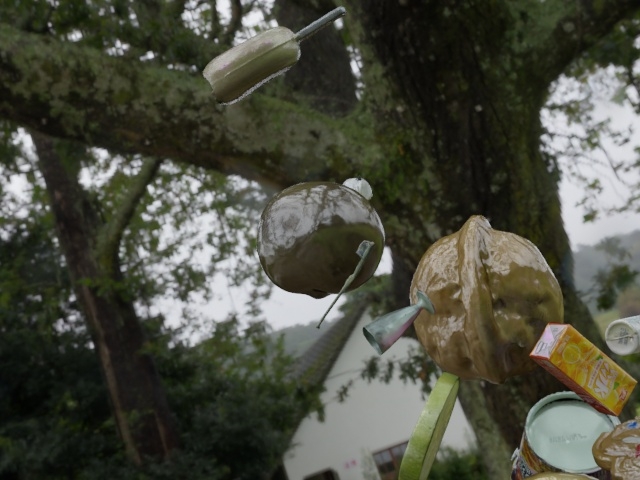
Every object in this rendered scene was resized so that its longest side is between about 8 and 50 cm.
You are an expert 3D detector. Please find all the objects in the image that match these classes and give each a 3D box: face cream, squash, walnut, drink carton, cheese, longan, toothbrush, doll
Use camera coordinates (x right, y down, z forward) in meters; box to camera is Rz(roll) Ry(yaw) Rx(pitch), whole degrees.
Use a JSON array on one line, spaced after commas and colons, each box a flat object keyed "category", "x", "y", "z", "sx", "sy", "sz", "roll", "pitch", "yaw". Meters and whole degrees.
[{"category": "face cream", "x": 0.846, "y": 0.233, "z": 2.030, "sx": 0.311, "sy": 0.092, "sz": 0.092, "roll": -3, "pitch": -24, "yaw": -42}, {"category": "squash", "x": 0.231, "y": 0.393, "z": 1.651, "sx": 0.048, "sy": 0.252, "sz": 0.252, "roll": 19, "pitch": -6, "yaw": 19}, {"category": "walnut", "x": 0.387, "y": 0.153, "z": 1.887, "sx": 0.383, "sy": 0.384, "sz": 0.383, "roll": -19, "pitch": -17, "yaw": -6}, {"category": "drink carton", "x": 0.570, "y": 0.278, "z": 1.706, "sx": 0.096, "sy": 0.222, "sz": 0.071, "roll": -56, "pitch": 15, "yaw": -13}, {"category": "cheese", "x": -0.078, "y": -0.344, "z": 1.435, "sx": 0.286, "sy": 0.082, "sz": 0.163, "roll": -29, "pitch": 8, "yaw": 1}, {"category": "longan", "x": 0.000, "y": 0.000, "z": 2.181, "sx": 0.360, "sy": 0.361, "sz": 0.361, "roll": -19, "pitch": -17, "yaw": -6}, {"category": "toothbrush", "x": 0.053, "y": 0.106, "z": 1.793, "sx": 0.026, "sy": 0.028, "sz": 0.294, "roll": -51, "pitch": -10, "yaw": -53}, {"category": "doll", "x": 0.088, "y": -0.144, "z": 2.684, "sx": 0.180, "sy": 0.107, "sz": 0.110, "roll": -28, "pitch": 10, "yaw": 32}]

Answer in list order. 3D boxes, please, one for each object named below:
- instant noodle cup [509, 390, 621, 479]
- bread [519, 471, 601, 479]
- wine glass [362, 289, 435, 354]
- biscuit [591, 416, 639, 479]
[{"category": "instant noodle cup", "x": 0.677, "y": 0.588, "z": 2.140, "sx": 0.339, "sy": 0.340, "sz": 0.266, "roll": -20, "pitch": -47, "yaw": -3}, {"category": "bread", "x": 0.503, "y": 0.675, "z": 1.628, "sx": 0.347, "sy": 0.253, "sz": 0.376, "roll": -22, "pitch": -49, "yaw": 6}, {"category": "wine glass", "x": 0.171, "y": 0.175, "z": 1.705, "sx": 0.155, "sy": 0.073, "sz": 0.073, "roll": -34, "pitch": -15, "yaw": -11}, {"category": "biscuit", "x": 0.635, "y": 0.387, "z": 1.518, "sx": 0.183, "sy": 0.047, "sz": 0.319, "roll": 3, "pitch": 21, "yaw": 44}]
